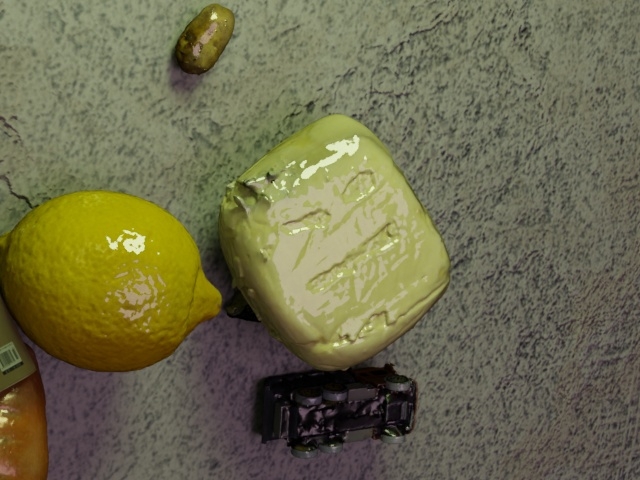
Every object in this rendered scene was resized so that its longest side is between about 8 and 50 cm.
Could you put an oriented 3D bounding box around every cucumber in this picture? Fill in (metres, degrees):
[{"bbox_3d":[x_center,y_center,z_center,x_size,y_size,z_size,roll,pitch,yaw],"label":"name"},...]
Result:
[{"bbox_3d":[-0.051,0.082,1.996,0.135,0.033,0.034,12,118,-40],"label":"cucumber"}]

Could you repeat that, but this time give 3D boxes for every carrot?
[{"bbox_3d":[-0.348,0.207,1.746,0.159,0.159,0.225,18,79,-41],"label":"carrot"}]

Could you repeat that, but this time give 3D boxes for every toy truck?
[{"bbox_3d":[0.018,0.199,2.060,0.192,0.092,0.083,-5,108,-29],"label":"toy truck"}]

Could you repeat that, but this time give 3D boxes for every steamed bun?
[{"bbox_3d":[0.000,0.000,1.926,0.232,0.166,0.273,-40,114,-14],"label":"steamed bun"}]

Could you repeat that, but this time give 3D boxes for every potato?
[{"bbox_3d":[-0.123,-0.215,1.830,0.083,0.040,0.051,-57,143,-7],"label":"potato"}]

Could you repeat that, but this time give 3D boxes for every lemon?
[{"bbox_3d":[-0.220,0.042,1.751,0.244,0.187,0.186,17,95,-10],"label":"lemon"}]

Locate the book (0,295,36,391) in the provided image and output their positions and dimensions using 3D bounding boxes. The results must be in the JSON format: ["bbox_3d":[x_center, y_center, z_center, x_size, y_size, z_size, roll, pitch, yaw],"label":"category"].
[{"bbox_3d":[-0.366,0.065,1.662,0.138,0.016,0.198,-30,95,-50],"label":"book"}]
